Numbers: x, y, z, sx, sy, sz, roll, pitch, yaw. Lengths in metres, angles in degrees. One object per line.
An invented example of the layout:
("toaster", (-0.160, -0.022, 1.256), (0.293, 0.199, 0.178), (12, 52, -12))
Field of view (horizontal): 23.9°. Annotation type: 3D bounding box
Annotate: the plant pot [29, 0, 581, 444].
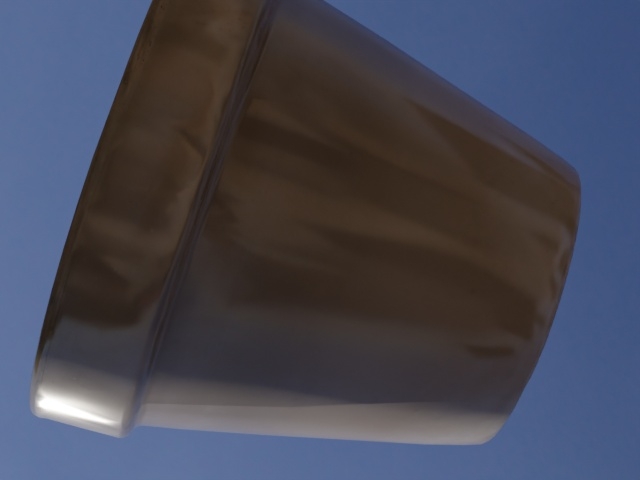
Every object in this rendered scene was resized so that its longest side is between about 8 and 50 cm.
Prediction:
("plant pot", (0.000, 0.000, 0.958), (0.280, 0.323, 0.323), (19, -113, -3))
